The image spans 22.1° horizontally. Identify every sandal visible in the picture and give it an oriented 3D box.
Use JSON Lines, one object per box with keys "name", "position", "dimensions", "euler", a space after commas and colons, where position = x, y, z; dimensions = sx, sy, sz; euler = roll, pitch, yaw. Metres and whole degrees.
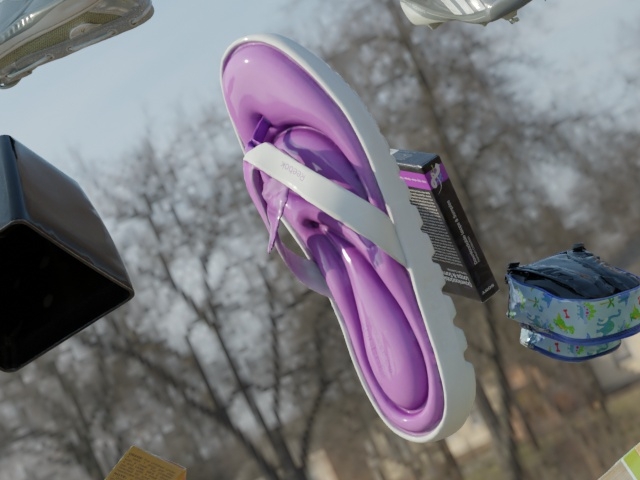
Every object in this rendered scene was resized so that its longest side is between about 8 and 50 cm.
{"name": "sandal", "position": [0.007, -0.008, 1.465], "dimensions": [0.102, 0.416, 0.169], "euler": [-19, -17, -39]}

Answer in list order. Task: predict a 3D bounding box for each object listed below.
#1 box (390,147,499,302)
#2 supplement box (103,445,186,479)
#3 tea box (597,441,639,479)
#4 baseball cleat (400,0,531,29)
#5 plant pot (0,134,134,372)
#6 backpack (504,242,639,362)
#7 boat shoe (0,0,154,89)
{"name": "box", "position": [0.112, -0.017, 1.667], "dimensions": [0.029, 0.162, 0.116], "euler": [-33, 22, -21]}
{"name": "supplement box", "position": [-0.232, 0.332, 1.805], "dimensions": [0.233, 0.080, 0.078], "euler": [-56, -22, -50]}
{"name": "tea box", "position": [0.459, 0.230, 1.336], "dimensions": [0.323, 0.220, 0.329], "euler": [-44, -48, 11]}
{"name": "baseball cleat", "position": [0.144, -0.277, 1.738], "dimensions": [0.206, 0.109, 0.072], "euler": [-5, 42, 50]}
{"name": "plant pot", "position": [-0.336, 0.001, 1.764], "dimensions": [0.188, 0.167, 0.187], "euler": [-31, -41, 20]}
{"name": "backpack", "position": [0.236, 0.061, 1.484], "dimensions": [0.105, 0.084, 0.114], "euler": [-15, 19, -27]}
{"name": "boat shoe", "position": [-0.354, -0.262, 2.101], "dimensions": [0.320, 0.103, 0.118], "euler": [-25, 36, 33]}
